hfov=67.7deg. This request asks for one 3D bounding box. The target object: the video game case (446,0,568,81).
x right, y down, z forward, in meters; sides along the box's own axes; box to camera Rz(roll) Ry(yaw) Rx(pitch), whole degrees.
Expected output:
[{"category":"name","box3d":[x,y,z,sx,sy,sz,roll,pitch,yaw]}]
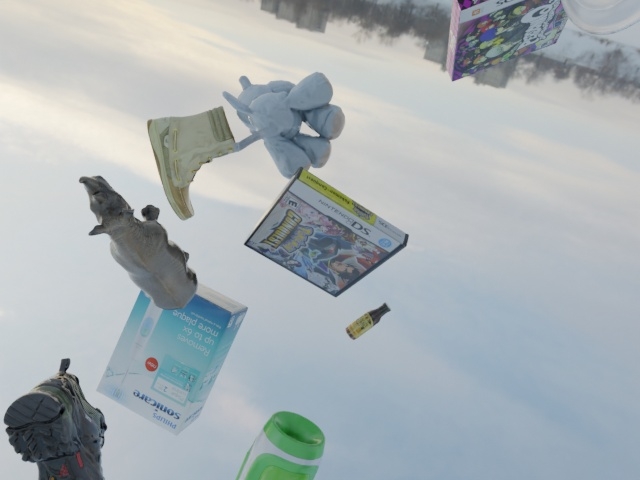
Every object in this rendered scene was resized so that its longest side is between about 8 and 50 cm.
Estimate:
[{"category":"video game case","box3d":[0.329,-0.381,0.825,0.210,0.042,0.232,-18,168,8]}]

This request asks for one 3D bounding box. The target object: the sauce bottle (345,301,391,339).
[{"category":"sauce bottle","box3d":[0.124,0.205,1.229,0.042,0.128,0.042,48,-170,-11]}]

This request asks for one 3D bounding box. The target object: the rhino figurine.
[{"category":"rhino figurine","box3d":[-0.222,0.004,0.592,0.073,0.243,0.106,-26,-127,-5]}]

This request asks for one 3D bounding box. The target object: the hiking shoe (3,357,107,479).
[{"category":"hiking shoe","box3d":[-0.283,0.258,0.567,0.086,0.227,0.114,-5,-165,1]}]

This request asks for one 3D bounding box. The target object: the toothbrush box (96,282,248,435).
[{"category":"toothbrush box","box3d":[-0.332,0.244,1.084,0.216,0.296,0.126,26,-177,9]}]

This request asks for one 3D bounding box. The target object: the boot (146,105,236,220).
[{"category":"boot","box3d":[-0.301,-0.193,1.203,0.203,0.262,0.095,-14,-164,-7]}]

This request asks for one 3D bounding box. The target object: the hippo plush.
[{"category":"hippo plush","box3d":[-0.110,-0.282,1.167,0.294,0.235,0.236,-20,-152,-22]}]

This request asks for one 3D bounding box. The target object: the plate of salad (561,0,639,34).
[{"category":"plate of salad","box3d":[0.382,-0.367,0.600,0.048,0.200,0.200,-7,-146,-15]}]

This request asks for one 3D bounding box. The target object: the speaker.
[{"category":"speaker","box3d":[-0.098,0.474,0.876,0.131,0.297,0.131,23,-175,-2]}]

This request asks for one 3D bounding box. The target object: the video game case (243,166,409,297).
[{"category":"video game case","box3d":[0.000,0.000,0.978,0.248,0.275,0.035,31,-129,-13]}]
